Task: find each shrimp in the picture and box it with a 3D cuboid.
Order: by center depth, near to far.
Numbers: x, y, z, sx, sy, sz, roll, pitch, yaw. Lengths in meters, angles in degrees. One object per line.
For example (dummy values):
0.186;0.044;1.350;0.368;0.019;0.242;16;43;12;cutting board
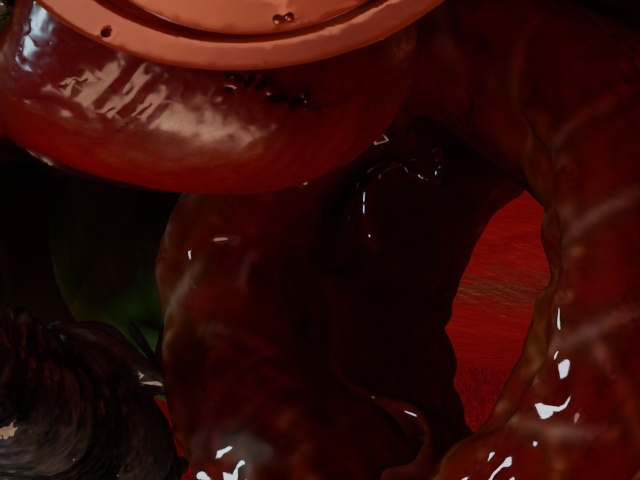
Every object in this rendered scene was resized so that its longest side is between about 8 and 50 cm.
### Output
-0.164;0.097;1.076;0.221;0.166;0.410;-42;168;-4;shrimp

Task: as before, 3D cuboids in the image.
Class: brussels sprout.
-0.061;-0.002;1.273;0.244;0.244;0.244;2;171;0;brussels sprout

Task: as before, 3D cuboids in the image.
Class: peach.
-0.036;-0.095;0.859;0.159;0.153;0.267;-8;166;41;peach

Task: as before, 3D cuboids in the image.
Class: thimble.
0.093;0.031;1.050;0.350;0.350;0.231;-5;167;39;thimble

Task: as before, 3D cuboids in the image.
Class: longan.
-0.282;0.067;1.577;0.243;0.300;0.300;-22;180;-21;longan

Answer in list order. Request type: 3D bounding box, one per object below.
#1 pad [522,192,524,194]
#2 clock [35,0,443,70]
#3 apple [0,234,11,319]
0.026;-0.061;1.488;0.287;0.018;0.284;2;171;3;pad
-0.024;-0.136;0.673;0.205;0.051;0.205;-5;143;-4;clock
-0.355;0.027;1.333;0.279;0.279;0.279;2;171;0;apple
